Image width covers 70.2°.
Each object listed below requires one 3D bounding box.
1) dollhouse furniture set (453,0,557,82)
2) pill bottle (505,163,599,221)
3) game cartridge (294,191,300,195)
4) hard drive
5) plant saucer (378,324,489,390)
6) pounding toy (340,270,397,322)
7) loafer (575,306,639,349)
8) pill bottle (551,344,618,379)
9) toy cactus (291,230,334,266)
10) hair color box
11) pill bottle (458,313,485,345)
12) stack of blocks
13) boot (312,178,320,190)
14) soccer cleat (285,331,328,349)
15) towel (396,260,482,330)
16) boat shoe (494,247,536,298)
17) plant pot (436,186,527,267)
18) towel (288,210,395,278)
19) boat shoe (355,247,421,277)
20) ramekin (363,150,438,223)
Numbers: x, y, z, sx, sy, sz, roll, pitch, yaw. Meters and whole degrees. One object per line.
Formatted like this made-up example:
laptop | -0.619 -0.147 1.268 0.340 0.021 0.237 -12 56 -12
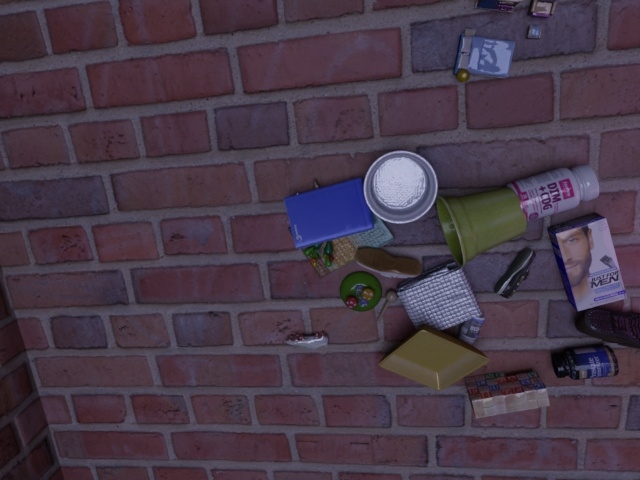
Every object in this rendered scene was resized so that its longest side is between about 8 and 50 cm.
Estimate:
dollhouse furniture set | 0.632 -0.683 1.551 0.286 0.198 0.304 10 107 6
pill bottle | 0.849 -0.176 1.682 0.282 0.160 0.161 -18 102 12
game cartridge | -0.103 -0.155 1.905 0.056 0.017 0.083 43 107 -9
hard drive | 0.033 -0.107 1.801 0.318 0.040 0.210 -15 85 3
plant saucer | 0.463 0.479 1.898 0.332 0.081 0.333 25 133 -13
pounding toy | 0.192 0.247 1.926 0.236 0.110 0.183 29 108 0
loafer | 1.190 0.351 1.819 0.365 0.130 0.134 18 67 -4
pill bottle | 1.076 0.503 1.861 0.219 0.123 0.123 -11 104 13
toy cactus | 0.000 0.000 1.863 0.180 0.112 0.219 -37 87 8
hair color box | 1.029 0.085 1.759 0.185 0.110 0.339 -19 100 14
pill bottle | 0.632 0.367 1.911 0.078 0.078 0.137 16 108 4
stack of blocks | 0.778 0.637 1.919 0.297 0.171 0.087 -14 103 11
boot | -0.034 -0.182 1.870 0.086 0.042 0.119 -24 107 7
soccer cleat | -0.060 0.460 2.049 0.196 0.068 0.076 -6 108 7
towel | 0.487 0.234 1.878 0.283 0.121 0.235 -26 99 16
boat shoe | 0.792 0.134 1.825 0.068 0.081 0.228 28 115 -3
plant pot | 0.591 -0.070 1.660 0.253 0.276 0.276 -18 103 5
towel | 0.084 -0.032 1.903 0.370 0.040 0.272 -30 99 17
boat shoe | 0.270 0.109 1.879 0.276 0.096 0.098 15 64 -2
ramekin | 0.308 -0.215 1.765 0.277 0.135 0.278 2 107 8
